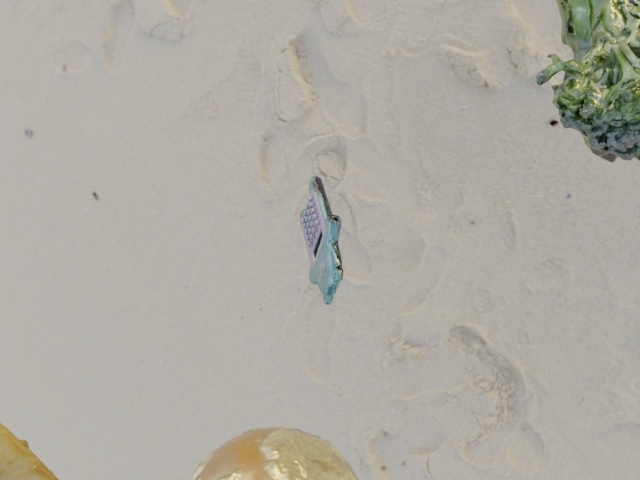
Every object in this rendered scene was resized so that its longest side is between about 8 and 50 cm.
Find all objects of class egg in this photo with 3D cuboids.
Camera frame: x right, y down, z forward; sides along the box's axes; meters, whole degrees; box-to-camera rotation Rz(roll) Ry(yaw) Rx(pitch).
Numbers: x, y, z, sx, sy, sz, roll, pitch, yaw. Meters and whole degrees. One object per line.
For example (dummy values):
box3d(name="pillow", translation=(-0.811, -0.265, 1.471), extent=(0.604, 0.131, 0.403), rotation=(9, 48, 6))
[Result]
box3d(name="egg", translation=(-0.042, 0.303, 0.563), extent=(0.203, 0.245, 0.203), rotation=(-11, 62, 22))

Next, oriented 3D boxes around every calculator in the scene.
box3d(name="calculator", translation=(0.000, 0.000, 0.550), extent=(0.141, 0.019, 0.094), rotation=(-106, 25, -42))

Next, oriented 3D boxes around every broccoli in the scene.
box3d(name="broccoli", translation=(0.270, -0.220, 0.496), extent=(0.145, 0.165, 0.304), rotation=(-29, 75, 35))

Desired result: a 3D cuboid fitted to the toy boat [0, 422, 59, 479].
box3d(name="toy boat", translation=(-0.360, 0.324, 0.635), extent=(0.310, 0.089, 0.115), rotation=(28, 115, 23))
